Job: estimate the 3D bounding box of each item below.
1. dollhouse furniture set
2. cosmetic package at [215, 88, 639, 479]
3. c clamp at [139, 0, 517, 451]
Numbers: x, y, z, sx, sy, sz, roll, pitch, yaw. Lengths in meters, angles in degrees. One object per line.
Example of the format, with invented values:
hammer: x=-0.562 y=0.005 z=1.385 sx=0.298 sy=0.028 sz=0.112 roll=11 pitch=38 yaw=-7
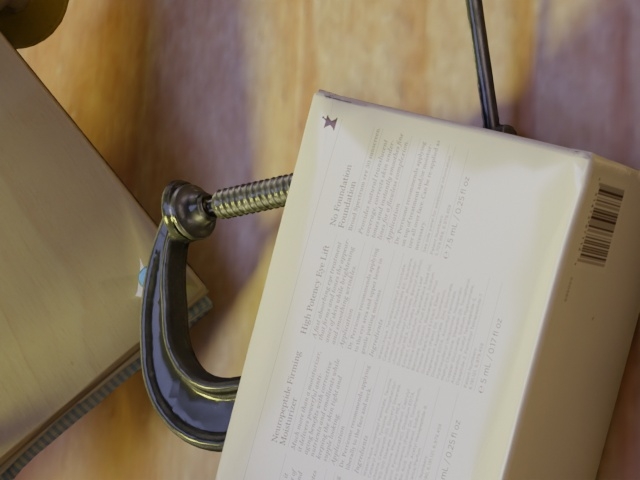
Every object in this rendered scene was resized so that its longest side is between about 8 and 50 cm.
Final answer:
dollhouse furniture set: x=-0.146 y=0.070 z=0.771 sx=0.303 sy=0.198 sz=0.286 roll=-42 pitch=78 yaw=1
cosmetic package: x=0.021 y=0.084 z=0.549 sx=0.099 sy=0.060 sz=0.239 roll=17 pitch=93 yaw=34
c clamp: x=0.000 y=0.000 z=0.624 sx=0.160 sy=0.022 sz=0.137 roll=-18 pitch=77 yaw=31
